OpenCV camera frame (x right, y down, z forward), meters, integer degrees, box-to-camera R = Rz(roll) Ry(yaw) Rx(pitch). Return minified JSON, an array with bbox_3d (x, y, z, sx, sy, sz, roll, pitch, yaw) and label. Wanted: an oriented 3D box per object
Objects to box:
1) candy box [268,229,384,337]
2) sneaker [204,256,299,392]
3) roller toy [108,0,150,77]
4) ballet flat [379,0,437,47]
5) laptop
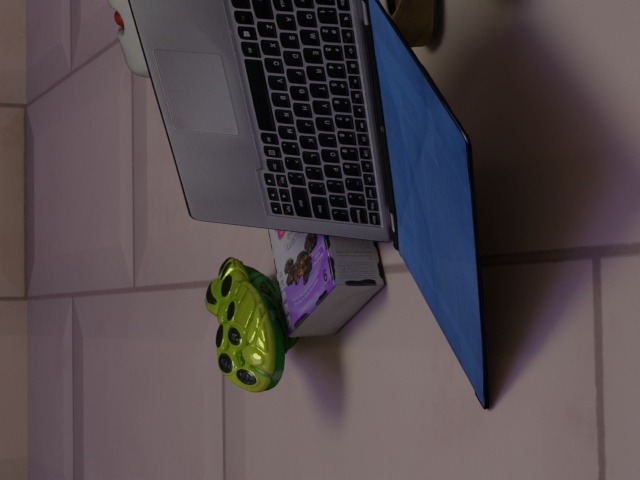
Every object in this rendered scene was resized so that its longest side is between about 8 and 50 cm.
[{"bbox_3d":[0.000,0.000,1.689,0.165,0.070,0.196,129,135,-55],"label":"candy box"},{"bbox_3d":[-0.074,0.108,1.787,0.109,0.123,0.295,-62,19,16],"label":"sneaker"},{"bbox_3d":[-0.208,-0.323,1.997,0.209,0.191,0.146,3,118,35],"label":"roller toy"},{"bbox_3d":[0.087,-0.329,1.494,0.080,0.073,0.232,157,112,-64],"label":"ballet flat"},{"bbox_3d":[-0.015,-0.059,1.375,0.382,0.407,0.236,80,-157,-46],"label":"laptop"}]
